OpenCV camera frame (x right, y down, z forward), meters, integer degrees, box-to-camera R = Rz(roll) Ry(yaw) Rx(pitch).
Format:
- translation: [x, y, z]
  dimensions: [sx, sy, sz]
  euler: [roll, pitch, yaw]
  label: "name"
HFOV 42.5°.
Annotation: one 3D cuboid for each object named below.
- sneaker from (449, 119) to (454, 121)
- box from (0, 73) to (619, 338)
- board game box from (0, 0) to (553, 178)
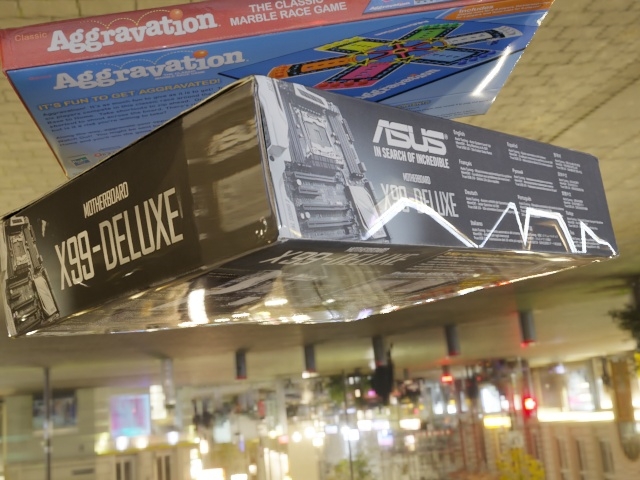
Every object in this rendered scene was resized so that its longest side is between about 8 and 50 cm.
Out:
- translation: [0.005, -0.062, 0.701]
  dimensions: [0.268, 0.153, 0.101]
  euler: [31, 155, 29]
  label: "sneaker"
- translation: [0.000, 0.000, 0.511]
  dimensions: [0.307, 0.077, 0.242]
  euler: [3, 164, -45]
  label: "box"
- translation: [-0.021, -0.094, 0.475]
  dimensions: [0.281, 0.027, 0.145]
  euler: [-10, 165, -8]
  label: "board game box"
